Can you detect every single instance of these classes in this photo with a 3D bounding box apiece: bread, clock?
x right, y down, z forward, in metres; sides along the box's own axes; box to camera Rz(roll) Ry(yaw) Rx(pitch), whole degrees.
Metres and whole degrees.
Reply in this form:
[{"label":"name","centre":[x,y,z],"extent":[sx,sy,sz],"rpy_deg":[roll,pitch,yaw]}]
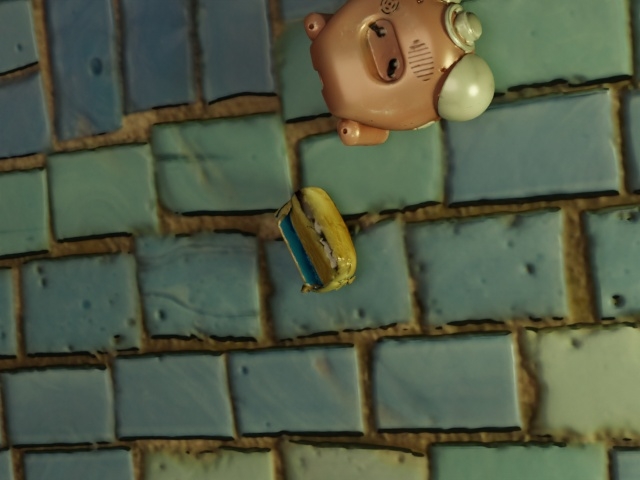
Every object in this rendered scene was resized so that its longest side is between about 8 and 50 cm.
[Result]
[{"label":"bread","centre":[0.000,0.000,1.395],"extent":[0.072,0.053,0.106],"rpy_deg":[-43,70,50]},{"label":"clock","centre":[0.078,-0.180,1.310],"extent":[0.162,0.093,0.165],"rpy_deg":[-20,84,27]}]
